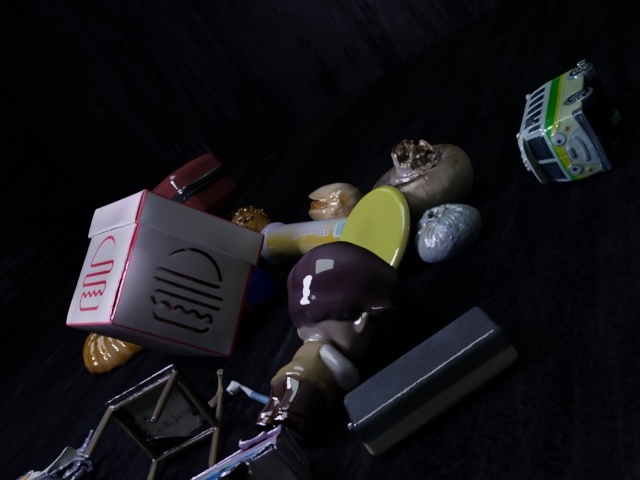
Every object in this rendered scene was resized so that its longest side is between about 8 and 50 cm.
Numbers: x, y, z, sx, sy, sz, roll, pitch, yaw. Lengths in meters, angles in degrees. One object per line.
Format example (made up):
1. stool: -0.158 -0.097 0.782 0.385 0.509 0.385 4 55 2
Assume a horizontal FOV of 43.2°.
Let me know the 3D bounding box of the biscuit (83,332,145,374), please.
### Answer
1. biscuit: -0.547 0.246 2.318 0.325 0.107 0.326 -29 18 10

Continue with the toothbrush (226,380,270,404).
1. toothbrush: -0.117 0.291 1.493 0.025 0.019 0.275 -48 20 -19

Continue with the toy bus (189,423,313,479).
1. toy bus: -0.155 0.387 1.180 0.317 0.112 0.138 -32 7 11

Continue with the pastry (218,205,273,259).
1. pastry: -0.275 0.015 2.293 0.310 0.162 0.255 -33 15 6

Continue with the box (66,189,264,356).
1. box: -0.360 0.090 1.851 0.312 0.314 0.300 -10 64 55

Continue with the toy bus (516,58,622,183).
1. toy bus: 0.461 -0.214 1.514 0.164 0.134 0.276 -25 19 31

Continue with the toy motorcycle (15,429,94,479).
1. toy motorcycle: -0.558 0.502 1.673 0.263 0.091 0.157 -33 13 17

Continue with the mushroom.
1. mushroom: 0.206 -0.122 1.689 0.226 0.178 0.226 -29 26 16

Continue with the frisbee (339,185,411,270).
1. frisbee: 0.101 0.001 1.617 0.236 0.017 0.236 -35 46 47

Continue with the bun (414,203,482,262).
1. bun: 0.235 -0.022 1.531 0.140 0.083 0.141 -31 20 13

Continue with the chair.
1. chair: -0.283 0.326 1.469 0.188 0.166 0.272 -31 18 16

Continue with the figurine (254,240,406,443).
1. figurine: 0.031 0.170 1.344 0.218 0.206 0.365 130 156 -57

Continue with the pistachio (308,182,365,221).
1. pistachio: 0.044 -0.084 2.027 0.145 0.117 0.200 -1 -1 -17

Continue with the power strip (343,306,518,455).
1. power strip: 0.148 0.199 1.140 0.256 0.070 0.105 -34 15 2

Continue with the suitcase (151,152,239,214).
1. suitcase: -0.395 -0.099 2.307 0.297 0.161 0.236 -34 6 39

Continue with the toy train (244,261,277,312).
1. toy train: -0.191 0.108 2.014 0.131 0.083 0.204 -38 19 -5

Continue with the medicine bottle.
1. medicine bottle: 0.000 0.000 1.902 0.108 0.108 0.426 -45 20 -26
